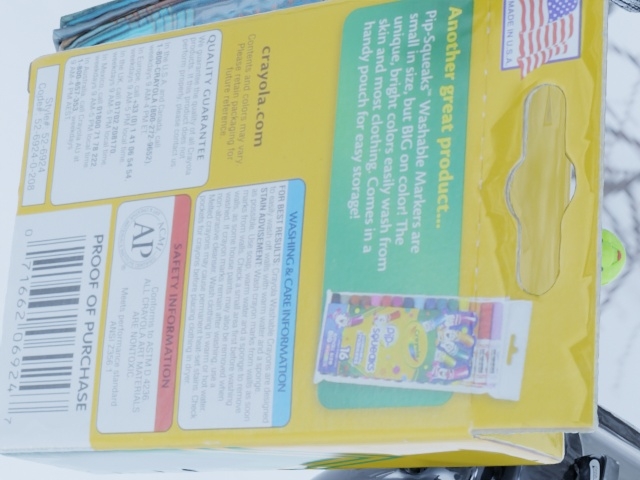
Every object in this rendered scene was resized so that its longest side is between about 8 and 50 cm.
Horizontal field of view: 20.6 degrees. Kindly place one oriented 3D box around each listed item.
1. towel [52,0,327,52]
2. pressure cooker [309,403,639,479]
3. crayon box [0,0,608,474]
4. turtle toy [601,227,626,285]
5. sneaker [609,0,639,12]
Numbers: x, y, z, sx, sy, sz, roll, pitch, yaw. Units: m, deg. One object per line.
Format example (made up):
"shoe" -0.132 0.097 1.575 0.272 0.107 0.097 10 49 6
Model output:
"towel" -0.080 -0.103 1.570 0.271 0.370 0.040 -21 56 -12
"pressure cooker" 0.170 0.320 1.620 0.420 0.370 0.375 32 10 -20
"crayon box" 0.000 0.000 0.805 0.083 0.323 0.203 22 67 -51
"turtle toy" 0.178 0.016 1.353 0.066 0.130 0.095 10 78 -51
"sneaker" 0.287 -0.170 1.200 0.223 0.098 0.083 30 1 -13
